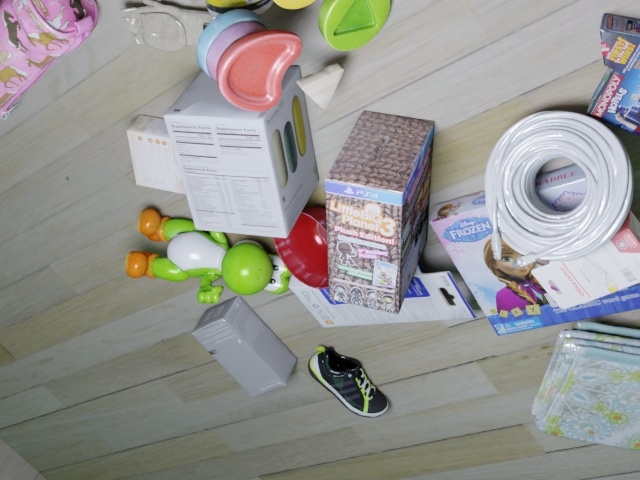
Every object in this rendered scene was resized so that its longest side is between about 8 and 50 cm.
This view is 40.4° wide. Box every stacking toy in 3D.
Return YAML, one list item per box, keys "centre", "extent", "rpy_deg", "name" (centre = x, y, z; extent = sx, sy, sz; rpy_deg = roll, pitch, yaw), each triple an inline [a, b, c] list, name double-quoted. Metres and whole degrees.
- centre: [-0.052, -0.371, 1.451]
  extent: [0.130, 0.280, 0.309]
  rpy_deg: [52, 121, 32]
  name: "stacking toy"

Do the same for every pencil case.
- centre: [-0.600, -0.381, 1.713]
  extent: [0.167, 0.160, 0.386]
  rpy_deg: [27, 139, -36]
  name: "pencil case"

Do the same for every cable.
- centre: [0.406, -0.092, 1.487]
  extent: [0.257, 0.089, 0.256]
  rpy_deg: [-11, 86, 33]
  name: "cable"

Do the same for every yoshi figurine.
- centre: [-0.241, 0.036, 1.897]
  extent: [0.363, 0.203, 0.203]
  rpy_deg: [12, 126, 10]
  name: "yoshi figurine"

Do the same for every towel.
- centre: [0.646, 0.310, 1.791]
  extent: [0.375, 0.090, 0.320]
  rpy_deg: [10, 136, 5]
  name: "towel"

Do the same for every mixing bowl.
- centre: [0.000, 0.000, 1.801]
  extent: [0.181, 0.098, 0.181]
  rpy_deg: [26, 132, 33]
  name: "mixing bowl"

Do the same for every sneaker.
- centre: [0.075, 0.339, 2.091]
  extent: [0.235, 0.084, 0.097]
  rpy_deg: [34, 133, -7]
  name: "sneaker"

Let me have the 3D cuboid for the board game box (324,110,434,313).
- centre: [0.113, -0.053, 1.630]
  extent: [0.141, 0.232, 0.290]
  rpy_deg: [11, 131, 15]
  name: "board game box"

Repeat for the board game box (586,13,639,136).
- centre: [0.513, -0.270, 1.383]
  extent: [0.194, 0.060, 0.194]
  rpy_deg: [25, 134, 4]
  name: "board game box"

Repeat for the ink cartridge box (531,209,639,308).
- centre: [0.493, 0.038, 1.564]
  extent: [0.198, 0.067, 0.115]
  rpy_deg: [-28, 114, 35]
  name: "ink cartridge box"

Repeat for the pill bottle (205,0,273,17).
- centre: [-0.150, -0.486, 1.447]
  extent: [0.119, 0.119, 0.208]
  rpy_deg: [7, 130, 19]
  name: "pill bottle"

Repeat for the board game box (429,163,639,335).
- centre: [0.423, 0.027, 1.676]
  extent: [0.319, 0.066, 0.318]
  rpy_deg: [-17, 120, 33]
  name: "board game box"

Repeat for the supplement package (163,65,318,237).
- centre: [-0.141, -0.173, 1.659]
  extent: [0.198, 0.199, 0.262]
  rpy_deg: [5, 130, 19]
  name: "supplement package"

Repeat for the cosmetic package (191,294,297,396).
- centre: [-0.183, 0.260, 2.125]
  extent: [0.127, 0.107, 0.238]
  rpy_deg: [-27, 111, 35]
  name: "cosmetic package"

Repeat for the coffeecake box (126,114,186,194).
- centre: [-0.298, -0.173, 1.820]
  extent: [0.186, 0.068, 0.142]
  rpy_deg: [12, 132, 14]
  name: "coffeecake box"

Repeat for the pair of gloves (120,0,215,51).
- centre: [-0.289, -0.458, 1.588]
  extent: [0.204, 0.042, 0.240]
  rpy_deg: [1, 131, 19]
  name: "pair of gloves"

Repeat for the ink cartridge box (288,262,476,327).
- centre: [0.132, 0.110, 1.852]
  extent: [0.371, 0.069, 0.175]
  rpy_deg: [-5, 142, 30]
  name: "ink cartridge box"
